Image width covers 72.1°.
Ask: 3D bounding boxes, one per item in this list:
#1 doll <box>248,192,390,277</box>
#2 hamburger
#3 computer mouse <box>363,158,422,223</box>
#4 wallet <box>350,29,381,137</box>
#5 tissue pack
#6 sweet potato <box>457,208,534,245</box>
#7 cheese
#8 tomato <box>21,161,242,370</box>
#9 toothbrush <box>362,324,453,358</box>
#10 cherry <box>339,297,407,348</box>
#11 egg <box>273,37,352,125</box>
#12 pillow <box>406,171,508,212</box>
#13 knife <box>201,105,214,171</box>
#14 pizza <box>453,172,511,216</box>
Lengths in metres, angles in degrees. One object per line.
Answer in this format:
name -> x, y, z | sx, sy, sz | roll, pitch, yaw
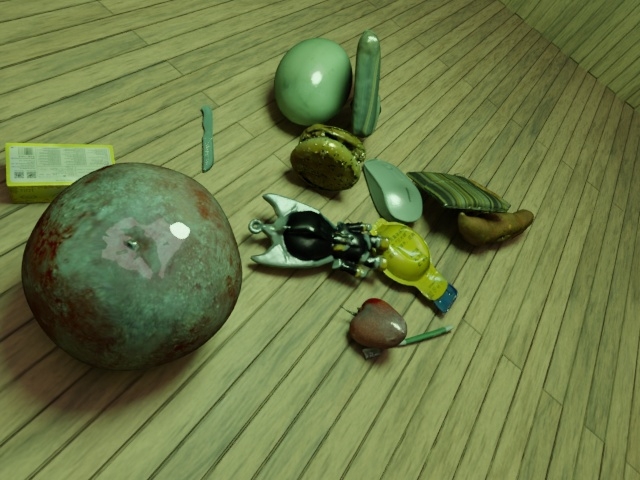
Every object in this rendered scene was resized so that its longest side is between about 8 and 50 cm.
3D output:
doll -> 0.000, -0.004, 0.955 | 0.316, 0.103, 0.145 | 11, 97, -11
hamburger -> 0.021, -0.187, 1.062 | 0.177, 0.185, 0.113 | -5, 48, 15
computer mouse -> 0.197, -0.141, 1.175 | 0.128, 0.079, 0.231 | 2, 54, -30
wallet -> 0.121, -0.401, 1.146 | 0.083, 0.252, 0.360 | 3, 22, 6
tissue pack -> -0.483, -0.126, 0.829 | 0.176, 0.062, 0.095 | -6, 64, -30
sweet potato -> 0.479, -0.035, 1.228 | 0.354, 0.106, 0.095 | -4, 34, -36
cheese -> 0.222, 0.055, 1.057 | 0.270, 0.069, 0.177 | 46, 51, 5
tomato -> -0.279, 0.041, 0.687 | 0.316, 0.282, 0.317 | 4, 78, -17
toothbrush -> 0.199, 0.219, 0.967 | 0.257, 0.018, 0.024 | -8, 66, -31
cherry -> 0.114, 0.176, 0.904 | 0.106, 0.087, 0.126 | -30, 47, -18
egg -> -0.017, -0.422, 1.170 | 0.203, 0.203, 0.283 | 27, 53, -8
pillow -> 0.365, -0.134, 1.186 | 0.212, 0.052, 0.208 | 0, 33, -23
knife -> -0.268, -0.245, 1.048 | 0.028, 0.015, 0.210 | 9, 56, -30
pizza -> 0.477, -0.121, 1.315 | 0.195, 0.052, 0.185 | 17, 46, -11
